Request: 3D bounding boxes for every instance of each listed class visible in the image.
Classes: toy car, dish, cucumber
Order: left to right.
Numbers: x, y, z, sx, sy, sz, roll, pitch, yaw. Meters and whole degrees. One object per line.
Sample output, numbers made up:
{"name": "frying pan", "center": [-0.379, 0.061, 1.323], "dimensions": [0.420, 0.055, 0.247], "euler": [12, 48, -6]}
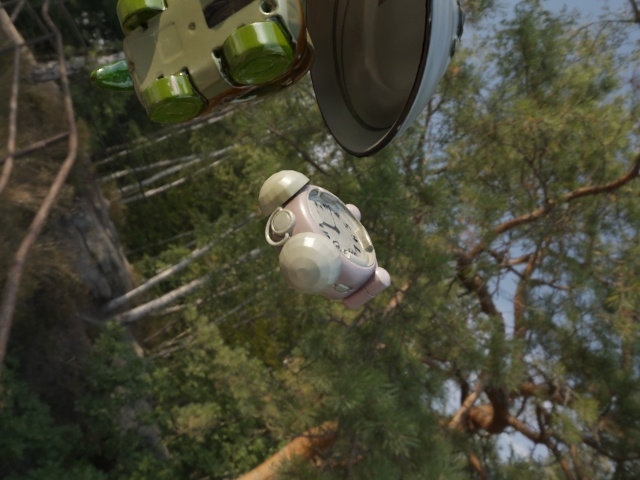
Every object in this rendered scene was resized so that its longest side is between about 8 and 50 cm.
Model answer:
{"name": "cucumber", "center": [-0.251, -0.268, 0.814], "dimensions": [0.056, 0.250, 0.056], "euler": [19, -60, 38]}
{"name": "toy car", "center": [-0.106, -0.226, 0.631], "dimensions": [0.235, 0.235, 0.145], "euler": [137, -64, -71]}
{"name": "dish", "center": [0.084, -0.264, 0.642], "dimensions": [0.316, 0.106, 0.316], "euler": [171, -90, -67]}

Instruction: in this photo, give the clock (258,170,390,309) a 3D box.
{"name": "clock", "center": [0.000, 0.000, 1.296], "dimensions": [0.326, 0.184, 0.342], "euler": [29, 26, -50]}
